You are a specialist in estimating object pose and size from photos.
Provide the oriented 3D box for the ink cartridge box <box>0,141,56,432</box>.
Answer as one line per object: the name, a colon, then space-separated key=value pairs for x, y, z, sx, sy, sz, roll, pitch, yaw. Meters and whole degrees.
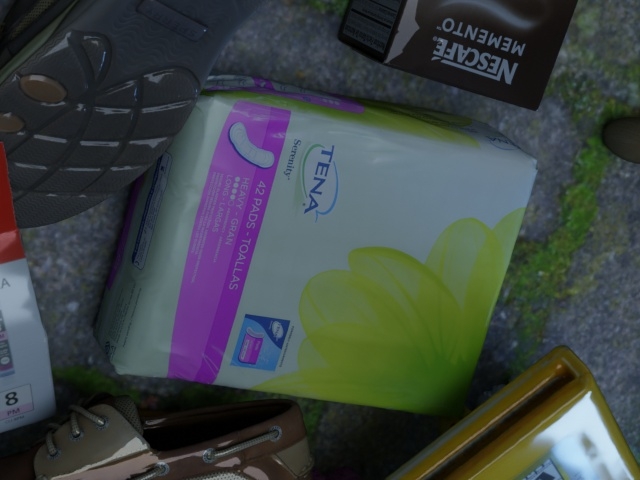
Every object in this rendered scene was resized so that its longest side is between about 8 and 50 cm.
ink cartridge box: x=-0.286 y=0.057 z=1.154 sx=0.189 sy=0.066 sz=0.232 roll=-15 pitch=140 yaw=-16

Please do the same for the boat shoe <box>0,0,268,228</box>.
boat shoe: x=-0.138 y=-0.151 z=1.153 sx=0.132 sy=0.130 sz=0.355 roll=32 pitch=114 yaw=-36

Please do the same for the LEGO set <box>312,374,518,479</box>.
LEGO set: x=0.094 y=0.177 z=1.376 sx=0.227 sy=0.087 sz=0.093 roll=-29 pitch=116 yaw=-12

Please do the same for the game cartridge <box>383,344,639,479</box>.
game cartridge: x=0.138 y=0.254 z=1.364 sx=0.285 sy=0.053 sz=0.324 roll=-38 pitch=140 yaw=-1

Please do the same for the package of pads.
package of pads: x=0.000 y=0.000 z=1.272 sx=0.296 sy=0.101 sz=0.229 roll=10 pitch=104 yaw=-25

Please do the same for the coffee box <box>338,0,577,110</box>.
coffee box: x=0.127 y=-0.236 z=1.244 sx=0.141 sy=0.098 sz=0.246 roll=14 pitch=102 yaw=-25

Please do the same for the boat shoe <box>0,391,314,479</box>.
boat shoe: x=-0.159 y=0.166 z=1.231 sx=0.324 sy=0.123 sz=0.116 roll=-2 pitch=103 yaw=-19

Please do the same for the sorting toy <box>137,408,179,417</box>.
sorting toy: x=-0.156 y=0.301 z=1.338 sx=0.196 sy=0.047 sz=0.348 roll=-7 pitch=109 yaw=-20

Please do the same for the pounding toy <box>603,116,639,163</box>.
pounding toy: x=0.380 y=-0.061 z=1.374 sx=0.269 sy=0.154 sz=0.155 roll=6 pitch=105 yaw=-24
